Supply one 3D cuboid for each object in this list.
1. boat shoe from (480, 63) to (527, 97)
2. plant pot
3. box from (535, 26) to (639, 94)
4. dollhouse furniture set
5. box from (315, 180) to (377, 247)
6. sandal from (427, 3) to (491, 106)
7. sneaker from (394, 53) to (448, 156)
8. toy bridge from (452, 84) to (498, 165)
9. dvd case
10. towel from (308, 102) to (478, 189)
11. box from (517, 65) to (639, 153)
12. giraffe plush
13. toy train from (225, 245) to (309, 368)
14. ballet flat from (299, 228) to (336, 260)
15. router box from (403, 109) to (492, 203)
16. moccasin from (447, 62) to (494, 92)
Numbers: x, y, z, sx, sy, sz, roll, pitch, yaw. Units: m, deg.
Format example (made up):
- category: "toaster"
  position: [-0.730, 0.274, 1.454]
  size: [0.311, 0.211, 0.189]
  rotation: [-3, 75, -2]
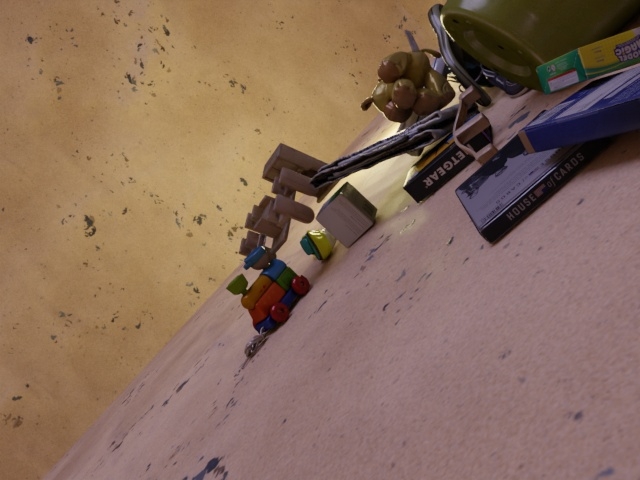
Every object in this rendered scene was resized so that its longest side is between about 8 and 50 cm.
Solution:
- category: "boat shoe"
  position: [0.378, -0.341, 1.296]
  size: [0.075, 0.065, 0.206]
  rotation: [-55, 13, 12]
- category: "plant pot"
  position: [0.388, -0.454, 1.048]
  size: [0.353, 0.366, 0.366]
  rotation: [-56, 7, 7]
- category: "box"
  position: [0.371, -0.232, 0.782]
  size: [0.179, 0.043, 0.105]
  rotation: [-22, 6, -7]
- category: "dollhouse furniture set"
  position: [-0.057, -0.078, 1.465]
  size: [0.212, 0.161, 0.242]
  rotation: [-45, 30, 50]
- category: "box"
  position: [0.059, -0.059, 1.423]
  size: [0.087, 0.102, 0.101]
  rotation: [-45, 8, 23]
- category: "sandal"
  position: [0.324, -0.436, 1.444]
  size: [0.086, 0.303, 0.120]
  rotation: [-27, -29, 24]
- category: "sneaker"
  position: [0.241, -0.339, 1.567]
  size: [0.258, 0.091, 0.094]
  rotation: [-70, -17, 2]
- category: "toy bridge"
  position: [0.260, -0.193, 1.102]
  size: [0.063, 0.026, 0.188]
  rotation: [-37, 36, 31]
- category: "dvd case"
  position: [0.266, -0.093, 0.845]
  size: [0.179, 0.029, 0.239]
  rotation: [-43, 9, 15]
- category: "towel"
  position: [0.162, -0.217, 1.390]
  size: [0.312, 0.056, 0.324]
  rotation: [-18, 10, 33]
- category: "box"
  position: [0.327, -0.150, 0.659]
  size: [0.136, 0.037, 0.225]
  rotation: [-33, 9, -18]
- category: "giraffe plush"
  position: [0.181, -0.344, 1.466]
  size: [0.170, 0.181, 0.210]
  rotation: [-45, 43, 51]
- category: "toy train"
  position: [-0.144, 0.131, 1.346]
  size: [0.105, 0.143, 0.248]
  rotation: [-36, 12, 50]
- category: "ballet flat"
  position: [0.000, 0.000, 1.555]
  size: [0.077, 0.077, 0.231]
  rotation: [-29, 5, -7]
- category: "router box"
  position: [0.243, -0.160, 1.213]
  size: [0.179, 0.046, 0.133]
  rotation: [-41, 9, 25]
- category: "moccasin"
  position: [0.387, -0.443, 1.665]
  size: [0.138, 0.117, 0.342]
  rotation: [-47, 11, 22]
